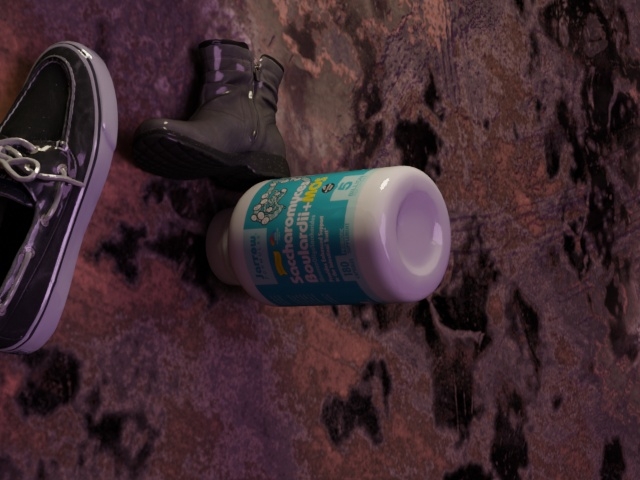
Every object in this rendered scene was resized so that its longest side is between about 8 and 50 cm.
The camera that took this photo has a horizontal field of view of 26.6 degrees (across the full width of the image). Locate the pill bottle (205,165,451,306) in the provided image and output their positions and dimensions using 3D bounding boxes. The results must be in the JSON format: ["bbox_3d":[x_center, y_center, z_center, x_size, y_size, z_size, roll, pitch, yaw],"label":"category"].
[{"bbox_3d":[0.000,0.000,1.491,0.146,0.264,0.146,8,80,-52],"label":"pill bottle"}]

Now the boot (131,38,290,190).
[{"bbox_3d":[-0.125,-0.150,1.510,0.246,0.083,0.161,10,70,-55],"label":"boot"}]

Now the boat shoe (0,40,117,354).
[{"bbox_3d":[-0.278,-0.052,1.260,0.105,0.113,0.306,35,69,-62],"label":"boat shoe"}]
